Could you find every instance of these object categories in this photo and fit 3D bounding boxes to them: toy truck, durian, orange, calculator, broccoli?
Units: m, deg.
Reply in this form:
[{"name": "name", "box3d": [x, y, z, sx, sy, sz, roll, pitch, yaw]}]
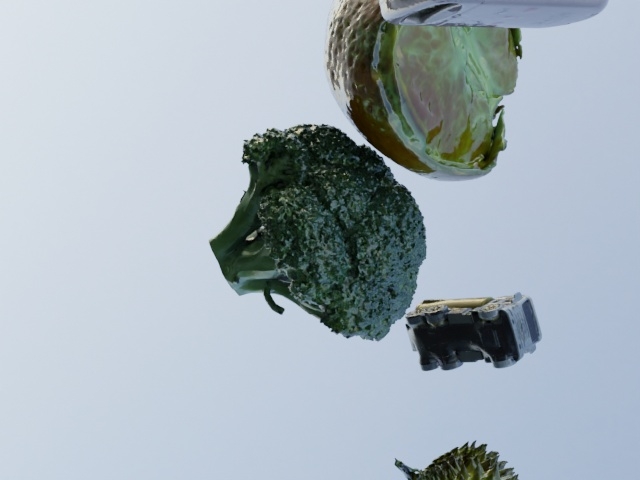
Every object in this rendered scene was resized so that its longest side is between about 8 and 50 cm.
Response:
[{"name": "toy truck", "box3d": [0.124, 0.072, 1.188, 0.123, 0.063, 0.052, -7, -76, 45]}, {"name": "durian", "box3d": [0.138, 0.238, 1.259, 0.100, 0.215, 0.086, -33, -146, -4]}, {"name": "orange", "box3d": [0.120, -0.212, 1.646, 0.196, 0.262, 0.334, -26, -145, 34]}, {"name": "calculator", "box3d": [0.124, -0.177, 1.047, 0.100, 0.175, 0.032, 170, -82, -69]}, {"name": "broccoli", "box3d": [0.000, 0.000, 1.644, 0.242, 0.269, 0.261, -20, -100, 10]}]
